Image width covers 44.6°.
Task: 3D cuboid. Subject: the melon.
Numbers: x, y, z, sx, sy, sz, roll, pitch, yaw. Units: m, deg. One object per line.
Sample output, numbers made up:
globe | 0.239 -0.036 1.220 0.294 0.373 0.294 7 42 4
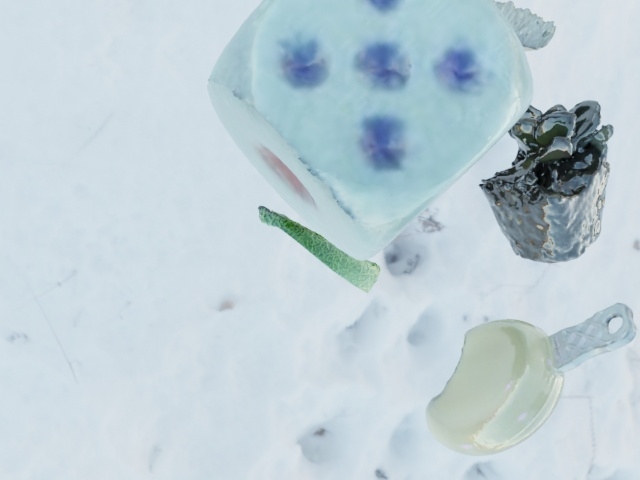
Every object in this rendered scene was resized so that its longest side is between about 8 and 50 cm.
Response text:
melon | -0.001 0.000 1.366 0.261 0.114 0.053 32 107 -33

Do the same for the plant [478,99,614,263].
plant | 0.402 -0.109 1.389 0.188 0.199 0.276 -29 121 -30

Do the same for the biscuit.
biscuit | 0.356 -0.476 1.703 0.281 0.179 0.084 20 93 -1

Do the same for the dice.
dice | 0.053 -0.156 0.875 0.262 0.268 0.265 -43 87 -9

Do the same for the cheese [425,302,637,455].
cheese | 0.229 0.157 0.863 0.070 0.248 0.163 36 58 -25
